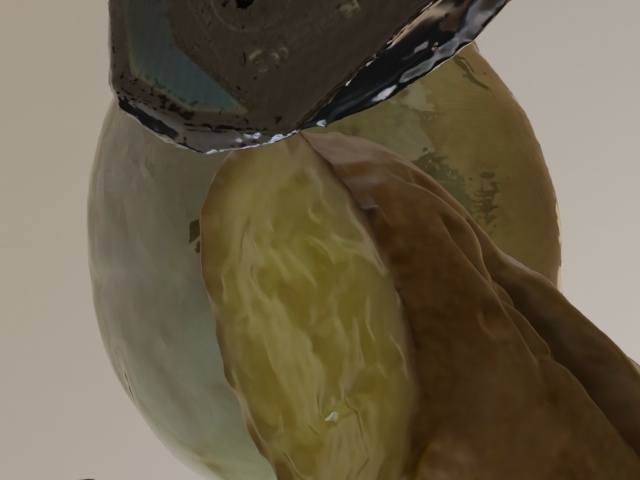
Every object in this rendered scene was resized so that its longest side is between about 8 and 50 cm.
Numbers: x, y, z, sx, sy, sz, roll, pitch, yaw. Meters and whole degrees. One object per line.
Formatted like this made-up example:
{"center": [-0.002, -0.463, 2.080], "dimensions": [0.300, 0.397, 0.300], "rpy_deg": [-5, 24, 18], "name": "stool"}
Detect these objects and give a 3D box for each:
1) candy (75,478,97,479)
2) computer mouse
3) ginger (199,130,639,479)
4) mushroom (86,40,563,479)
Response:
{"center": [-0.184, 0.224, 0.579], "dimensions": [0.069, 0.246, 0.149], "rpy_deg": [48, -167, -28], "name": "candy"}
{"center": [0.003, -0.071, 0.341], "dimensions": [0.079, 0.135, 0.047], "rpy_deg": [59, -170, 16], "name": "computer mouse"}
{"center": [0.085, 0.098, 0.452], "dimensions": [0.126, 0.354, 0.190], "rpy_deg": [-44, -1, 42], "name": "ginger"}
{"center": [0.000, 0.000, 0.788], "dimensions": [0.352, 0.260, 0.352], "rpy_deg": [1, 92, 55], "name": "mushroom"}
